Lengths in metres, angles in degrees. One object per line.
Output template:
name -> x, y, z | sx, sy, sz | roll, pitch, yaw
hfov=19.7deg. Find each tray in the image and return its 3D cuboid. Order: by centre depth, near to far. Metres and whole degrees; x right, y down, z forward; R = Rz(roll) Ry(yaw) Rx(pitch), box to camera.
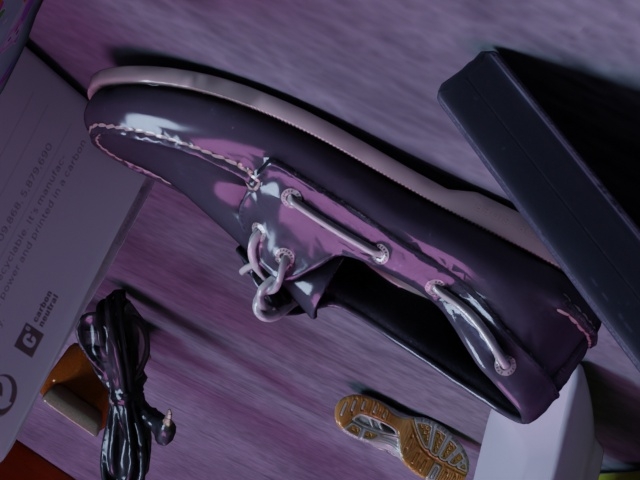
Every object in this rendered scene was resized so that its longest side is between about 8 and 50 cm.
tray -> 0.074, 0.193, 0.808 | 0.030, 0.270, 0.145 | 17, 167, -6

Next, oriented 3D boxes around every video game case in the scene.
video game case -> 0.142, 0.076, 0.556 | 0.274, 0.026, 0.196 | 42, -168, -50

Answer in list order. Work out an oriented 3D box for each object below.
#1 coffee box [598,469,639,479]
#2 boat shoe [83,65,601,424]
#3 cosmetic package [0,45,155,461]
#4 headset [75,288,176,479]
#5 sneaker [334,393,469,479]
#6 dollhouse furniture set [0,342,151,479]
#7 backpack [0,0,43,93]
coffee box -> 0.219, 0.330, 0.890 | 0.334, 0.338, 0.337 | 28, 165, -8
boat shoe -> 0.000, 0.000, 0.652 | 0.206, 0.065, 0.075 | 24, 166, 9
cosmetic package -> -0.264, -0.074, 0.675 | 0.217, 0.156, 0.385 | 16, 162, 34
headset -> -0.254, 0.103, 0.971 | 0.394, 0.185, 0.243 | -15, -163, -40
sneaker -> 0.047, 0.110, 1.047 | 0.083, 0.032, 0.037 | 31, 180, 1
dollhouse furniture set -> -0.277, 0.121, 1.175 | 0.259, 0.262, 0.135 | 36, 167, -5
backpack -> -0.134, -0.077, 0.499 | 0.115, 0.152, 0.182 | 22, 154, -7
